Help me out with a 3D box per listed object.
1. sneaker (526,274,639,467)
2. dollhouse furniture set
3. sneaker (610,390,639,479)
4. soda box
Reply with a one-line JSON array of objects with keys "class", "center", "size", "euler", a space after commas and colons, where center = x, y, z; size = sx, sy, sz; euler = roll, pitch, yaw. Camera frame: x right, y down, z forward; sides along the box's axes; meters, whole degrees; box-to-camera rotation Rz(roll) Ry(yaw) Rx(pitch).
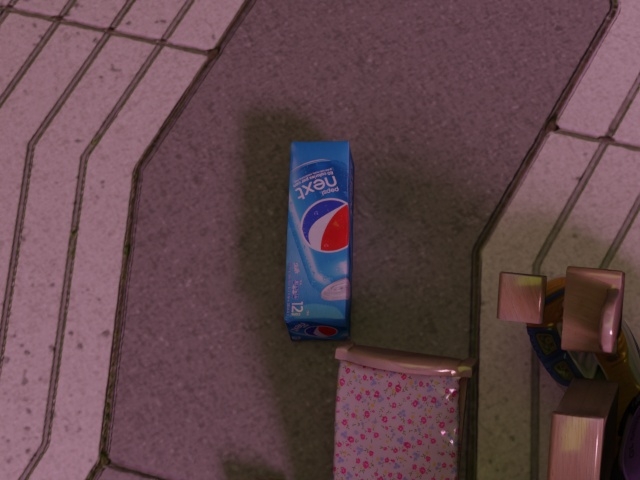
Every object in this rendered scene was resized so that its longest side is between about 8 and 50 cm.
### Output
[{"class": "sneaker", "center": [0.307, 0.167, 1.541], "size": [0.112, 0.131, 0.296], "euler": [-21, 90, 17]}, {"class": "dollhouse furniture set", "center": [0.094, 0.165, 1.442], "size": [0.356, 0.174, 0.303], "euler": [6, 99, 14]}, {"class": "sneaker", "center": [0.325, 0.145, 1.415], "size": [0.107, 0.283, 0.124], "euler": [44, 121, 1]}, {"class": "soda box", "center": [0.000, 0.000, 1.661], "size": [0.067, 0.071, 0.210], "euler": [-1, 67, 6]}]
